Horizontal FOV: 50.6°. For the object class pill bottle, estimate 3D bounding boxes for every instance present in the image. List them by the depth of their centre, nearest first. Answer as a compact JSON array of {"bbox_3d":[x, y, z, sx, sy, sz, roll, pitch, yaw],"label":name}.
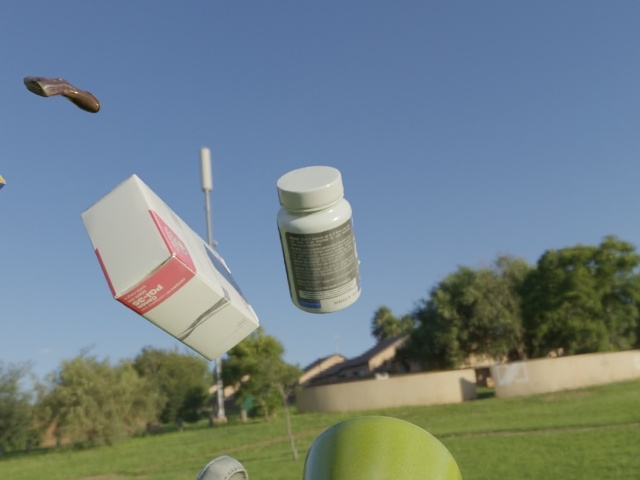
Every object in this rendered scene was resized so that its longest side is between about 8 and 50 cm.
[{"bbox_3d":[-0.003,-0.001,0.696,0.078,0.137,0.078,-7,27,3],"label":"pill bottle"}]

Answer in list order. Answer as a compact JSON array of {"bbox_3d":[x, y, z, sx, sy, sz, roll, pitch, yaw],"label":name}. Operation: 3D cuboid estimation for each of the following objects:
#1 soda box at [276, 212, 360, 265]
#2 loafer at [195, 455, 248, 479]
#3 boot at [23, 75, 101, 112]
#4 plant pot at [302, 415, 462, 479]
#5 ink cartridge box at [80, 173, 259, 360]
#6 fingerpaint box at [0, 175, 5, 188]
[{"bbox_3d":[0.000,0.000,1.148,0.062,0.058,0.183,8,-34,38],"label":"soda box"},{"bbox_3d":[-0.123,0.441,0.868,0.111,0.320,0.112,7,5,32],"label":"loafer"},{"bbox_3d":[-0.470,-0.265,1.234,0.106,0.037,0.114,29,12,2],"label":"boot"},{"bbox_3d":[0.076,0.466,1.025,0.274,0.275,0.293,-11,18,16],"label":"plant pot"},{"bbox_3d":[-0.245,0.055,1.137,0.117,0.207,0.283,-37,-37,0],"label":"ink cartridge box"},{"bbox_3d":[-0.641,0.026,0.734,0.444,0.163,0.371,-40,-3,11],"label":"fingerpaint box"}]
